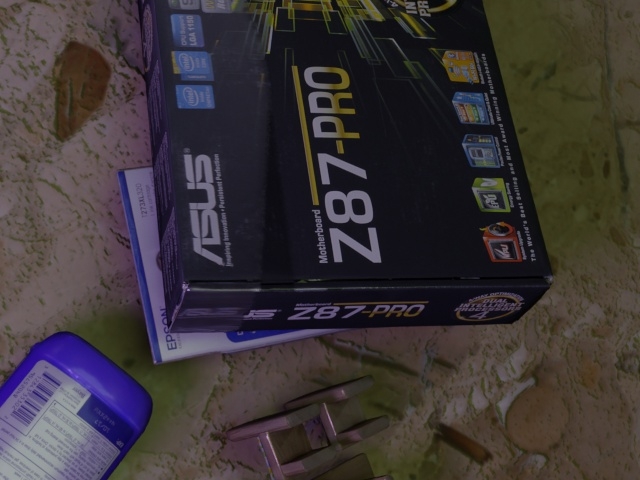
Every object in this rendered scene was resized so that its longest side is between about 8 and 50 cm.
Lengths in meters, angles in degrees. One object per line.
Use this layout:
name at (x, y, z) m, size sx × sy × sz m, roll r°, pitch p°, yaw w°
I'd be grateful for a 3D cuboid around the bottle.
bottle at (-0.256, 0.209, 0.973) m, size 0.118 × 0.092 × 0.282 m, roll 40°, pitch 68°, yaw -10°

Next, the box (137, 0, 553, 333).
box at (0.008, -0.115, 1.086) m, size 0.318 × 0.097 × 0.394 m, roll 0°, pitch 63°, yaw -16°

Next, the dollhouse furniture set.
dollhouse furniture set at (-0.042, 0.263, 1.051) m, size 0.242 × 0.161 × 0.212 m, roll -18°, pitch 86°, yaw -46°

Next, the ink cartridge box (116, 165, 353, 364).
ink cartridge box at (0.000, 0.000, 1.136) m, size 0.371 × 0.069 × 0.175 m, roll -9°, pitch 82°, yaw -26°
